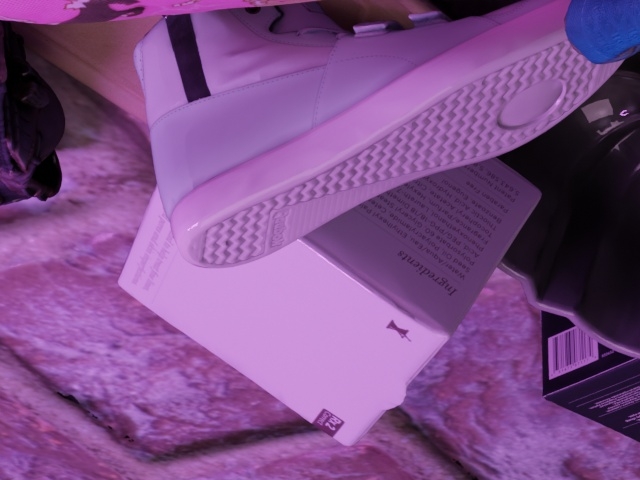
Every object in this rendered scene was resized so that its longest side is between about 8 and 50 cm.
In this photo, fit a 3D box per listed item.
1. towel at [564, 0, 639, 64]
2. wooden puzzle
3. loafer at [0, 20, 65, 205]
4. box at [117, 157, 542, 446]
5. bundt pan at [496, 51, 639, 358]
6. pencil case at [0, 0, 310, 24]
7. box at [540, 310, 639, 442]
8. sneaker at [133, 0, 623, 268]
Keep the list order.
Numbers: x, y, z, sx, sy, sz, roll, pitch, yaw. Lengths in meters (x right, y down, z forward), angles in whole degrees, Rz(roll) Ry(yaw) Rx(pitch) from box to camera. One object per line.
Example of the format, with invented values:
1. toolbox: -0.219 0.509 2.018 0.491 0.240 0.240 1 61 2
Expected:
1. towel: 0.266 -0.162 0.714 0.040 0.271 0.370 56 165 -11
2. wooden puzzle: -0.049 -0.128 1.105 0.238 0.044 0.221 -16 146 36
3. loafer: -0.189 -0.077 1.104 0.095 0.109 0.302 -1 169 -12
4. box: 0.000 0.000 1.097 0.182 0.119 0.181 35 150 1
5. bundt pan: 0.247 -0.056 1.087 0.331 0.124 0.331 12 146 8
6. pencil case: -0.047 -0.191 0.880 0.386 0.160 0.167 -3 171 7
7. box: 0.313 0.059 1.345 0.184 0.103 0.261 29 140 -34
8. sneaker: 0.023 -0.104 0.956 0.256 0.151 0.094 -24 153 4
